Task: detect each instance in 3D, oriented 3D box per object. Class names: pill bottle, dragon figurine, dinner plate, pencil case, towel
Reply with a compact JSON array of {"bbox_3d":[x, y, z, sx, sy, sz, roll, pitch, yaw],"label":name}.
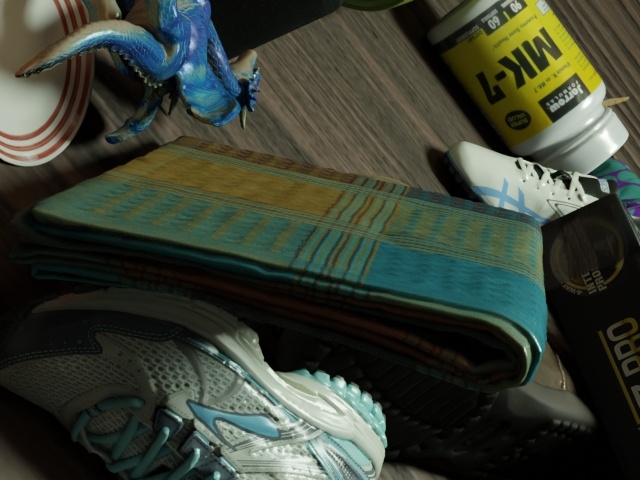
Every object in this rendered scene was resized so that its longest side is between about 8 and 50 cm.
[{"bbox_3d":[0.214,-0.162,1.660,0.208,0.119,0.119,52,27,-6],"label":"pill bottle"},{"bbox_3d":[-0.101,-0.111,1.062,0.289,0.085,0.144,-68,149,-65],"label":"dragon figurine"},{"bbox_3d":[-0.186,-0.116,1.010,0.141,0.017,0.141,-1,92,-61],"label":"dinner plate"},{"bbox_3d":[0.313,-0.035,1.704,0.152,0.070,0.064,-103,-169,-68],"label":"pencil case"},{"bbox_3d":[0.000,0.000,0.962,0.271,0.040,0.370,14,11,5],"label":"towel"}]

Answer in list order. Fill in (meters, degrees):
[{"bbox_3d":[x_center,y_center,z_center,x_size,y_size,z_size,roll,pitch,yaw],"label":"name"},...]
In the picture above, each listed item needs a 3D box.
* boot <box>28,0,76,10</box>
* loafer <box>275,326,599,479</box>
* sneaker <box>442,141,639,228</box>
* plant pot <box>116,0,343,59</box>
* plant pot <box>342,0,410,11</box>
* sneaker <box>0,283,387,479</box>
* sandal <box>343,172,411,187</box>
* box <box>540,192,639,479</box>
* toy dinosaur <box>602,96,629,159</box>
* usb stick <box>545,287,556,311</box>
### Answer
[{"bbox_3d":[-0.210,-0.181,1.072,0.121,0.045,0.099,1,56,-58],"label":"boot"},{"bbox_3d":[0.072,0.082,1.167,0.366,0.134,0.130,34,30,-55],"label":"loafer"},{"bbox_3d":[0.223,-0.041,1.544,0.237,0.086,0.085,26,25,-17],"label":"sneaker"},{"bbox_3d":[-0.073,-0.245,1.232,0.167,0.187,0.188,55,24,-31],"label":"plant pot"},{"bbox_3d":[0.086,-0.347,1.548,0.275,0.275,0.293,48,44,-16],"label":"plant pot"},{"bbox_3d":[-0.065,0.114,0.915,0.283,0.110,0.122,27,51,-36],"label":"sneaker"},{"bbox_3d":[0.059,-0.002,1.302,0.180,0.072,0.049,38,53,-39],"label":"sandal"},{"bbox_3d":[0.320,0.174,1.392,0.395,0.097,0.318,41,29,-58],"label":"box"},{"bbox_3d":[0.314,-0.116,1.861,0.112,0.064,0.211,55,30,-44],"label":"toy dinosaur"},{"bbox_3d":[0.300,0.047,1.654,0.077,0.045,0.278,52,25,14],"label":"usb stick"}]
